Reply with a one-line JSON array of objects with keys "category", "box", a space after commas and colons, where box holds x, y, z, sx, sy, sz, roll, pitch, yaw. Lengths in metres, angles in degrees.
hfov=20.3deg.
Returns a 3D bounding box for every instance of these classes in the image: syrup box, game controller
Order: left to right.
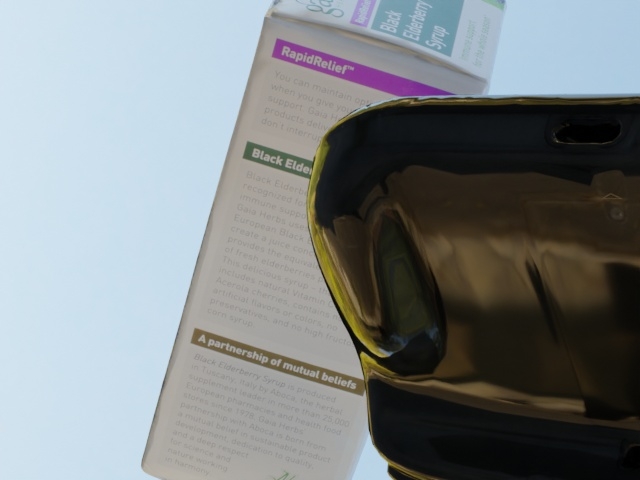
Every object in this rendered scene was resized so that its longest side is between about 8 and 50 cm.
[{"category": "syrup box", "box": [0.000, 0.000, 0.774, 0.093, 0.096, 0.237, -72, -179, -60]}, {"category": "game controller", "box": [0.140, 0.032, 0.508, 0.319, 0.067, 0.166, 2, -60, 34]}]
